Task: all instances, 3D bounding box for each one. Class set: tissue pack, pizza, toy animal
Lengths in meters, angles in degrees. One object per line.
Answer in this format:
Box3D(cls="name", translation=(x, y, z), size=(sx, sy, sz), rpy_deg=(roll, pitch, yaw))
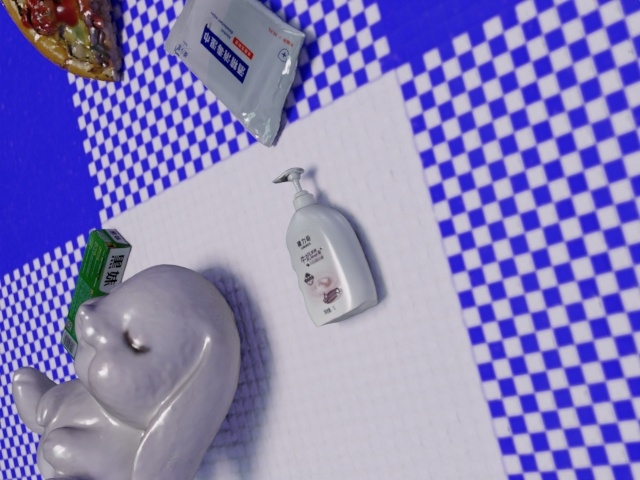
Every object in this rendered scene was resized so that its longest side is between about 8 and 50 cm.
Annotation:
Box3D(cls="tissue pack", translation=(-0.088, -0.199, 0.876), size=(0.193, 0.026, 0.123), rpy_deg=(46, 124, 29))
Box3D(cls="pizza", translation=(-0.310, -0.294, 1.010), size=(0.201, 0.053, 0.193), rpy_deg=(32, 127, 20))
Box3D(cls="toy animal", translation=(-0.190, 0.147, 0.919), size=(0.265, 0.205, 0.272), rpy_deg=(-61, 36, 14))

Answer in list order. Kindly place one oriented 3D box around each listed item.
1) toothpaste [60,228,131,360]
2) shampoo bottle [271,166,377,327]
Box3D(cls="toothpaste", translation=(-0.285, 0.071, 1.088), size=(0.043, 0.037, 0.179), rpy_deg=(42, 121, 36))
Box3D(cls="shampoo bottle", translation=(0.000, 0.000, 0.807), size=(0.077, 0.045, 0.152), rpy_deg=(-29, 75, 42))
